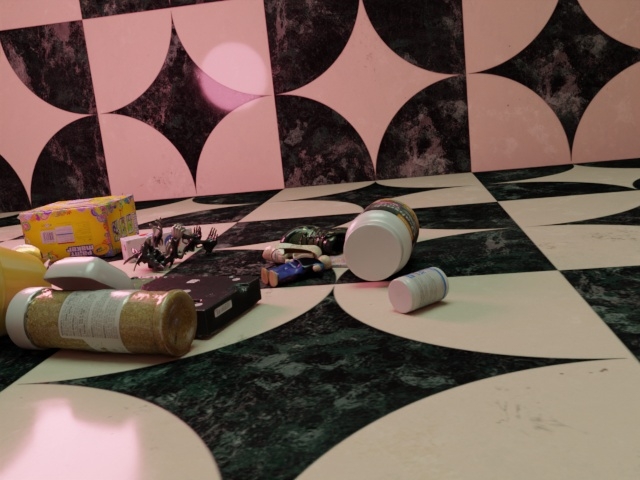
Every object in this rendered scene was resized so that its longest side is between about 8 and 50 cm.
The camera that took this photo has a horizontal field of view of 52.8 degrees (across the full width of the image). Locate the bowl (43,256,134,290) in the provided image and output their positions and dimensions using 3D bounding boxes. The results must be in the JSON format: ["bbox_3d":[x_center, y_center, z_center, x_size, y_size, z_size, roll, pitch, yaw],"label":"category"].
[{"bbox_3d":[-0.444,0.073,1.257,0.142,0.053,0.142,-2,-24,27],"label":"bowl"}]

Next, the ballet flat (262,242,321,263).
[{"bbox_3d":[-0.081,0.037,1.748,0.168,0.057,0.052,-4,21,11],"label":"ballet flat"}]

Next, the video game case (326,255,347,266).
[{"bbox_3d":[0.052,0.055,1.692,0.121,0.011,0.087,-2,12,19],"label":"video game case"}]

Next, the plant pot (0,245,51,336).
[{"bbox_3d":[-0.696,0.104,1.310,0.253,0.254,0.239,-1,-2,23],"label":"plant pot"}]

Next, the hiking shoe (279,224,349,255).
[{"bbox_3d":[0.000,0.000,1.801,0.226,0.086,0.114,-7,8,-8],"label":"hiking shoe"}]

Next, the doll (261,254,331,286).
[{"bbox_3d":[-0.053,0.067,1.599,0.188,0.046,0.129,-14,15,-33],"label":"doll"}]

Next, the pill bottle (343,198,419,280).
[{"bbox_3d":[0.147,-0.003,1.550,0.162,0.162,0.278,-3,12,14],"label":"pill bottle"}]

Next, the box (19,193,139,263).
[{"bbox_3d":[-0.813,-0.045,2.214,0.289,0.177,0.279,-6,12,4],"label":"box"}]

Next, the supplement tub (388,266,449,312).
[{"bbox_3d":[0.194,0.096,1.267,0.107,0.071,0.071,-14,14,-36],"label":"supplement tub"}]

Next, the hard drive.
[{"bbox_3d":[-0.325,0.135,1.365,0.338,0.064,0.237,-1,12,21],"label":"hard drive"}]

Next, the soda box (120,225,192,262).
[{"bbox_3d":[-0.516,0.010,2.046,0.216,0.074,0.069,-13,13,-29],"label":"soda box"}]

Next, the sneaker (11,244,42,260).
[{"bbox_3d":[-0.964,0.075,1.982,0.208,0.082,0.094,-15,20,-12],"label":"sneaker"}]

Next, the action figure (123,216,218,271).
[{"bbox_3d":[-0.444,0.005,1.882,0.164,0.141,0.275,17,22,36],"label":"action figure"}]

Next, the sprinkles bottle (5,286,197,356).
[{"bbox_3d":[-0.408,0.148,1.195,0.355,0.121,0.121,-1,12,22],"label":"sprinkles bottle"}]

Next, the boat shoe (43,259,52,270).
[{"bbox_3d":[-0.810,0.086,1.919,0.046,0.038,0.125,-53,20,-12],"label":"boat shoe"}]
